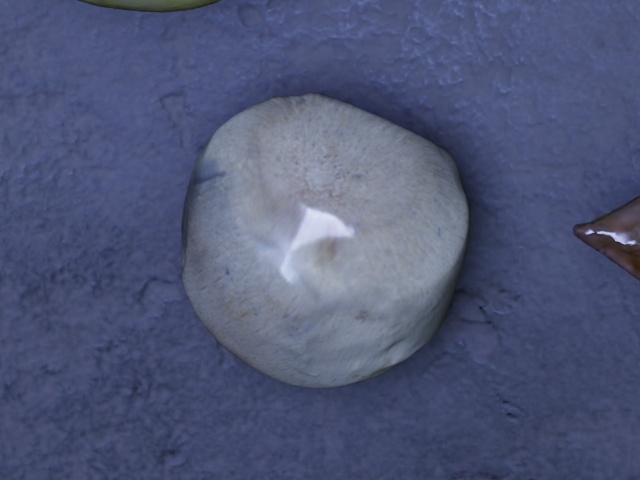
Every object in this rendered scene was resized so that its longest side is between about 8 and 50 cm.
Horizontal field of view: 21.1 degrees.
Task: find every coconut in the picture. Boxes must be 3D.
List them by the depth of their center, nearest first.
[{"bbox_3d":[0.000,0.000,1.225,0.224,0.224,0.224,1,105,5],"label":"coconut"}]

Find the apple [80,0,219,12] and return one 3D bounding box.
[{"bbox_3d":[-0.114,-0.295,1.116,0.292,0.254,0.292,2,104,10],"label":"apple"}]

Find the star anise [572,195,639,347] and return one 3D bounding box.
[{"bbox_3d":[0.348,0.008,1.169,0.350,0.292,0.109,-2,68,6],"label":"star anise"}]
